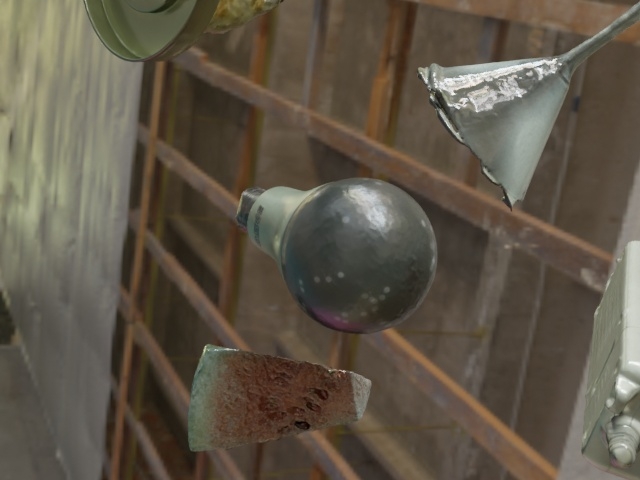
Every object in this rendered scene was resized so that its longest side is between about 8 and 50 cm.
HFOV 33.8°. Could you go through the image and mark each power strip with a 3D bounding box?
[{"bbox_3d":[0.267,0.095,0.889,0.338,0.058,0.098,-50,159,-64],"label":"power strip"}]

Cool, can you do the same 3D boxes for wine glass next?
[{"bbox_3d":[0.171,-0.119,0.696,0.183,0.122,0.122,-34,-132,19],"label":"wine glass"}]

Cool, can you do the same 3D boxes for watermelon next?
[{"bbox_3d":[-0.049,0.194,1.373,0.094,0.241,0.154,-98,-166,-59],"label":"watermelon"}]

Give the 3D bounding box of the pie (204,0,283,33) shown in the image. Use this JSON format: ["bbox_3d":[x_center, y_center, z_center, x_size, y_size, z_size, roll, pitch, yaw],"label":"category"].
[{"bbox_3d":[-0.143,-0.422,1.332,0.077,0.339,0.339,23,-71,56],"label":"pie"}]

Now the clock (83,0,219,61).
[{"bbox_3d":[-0.162,-0.286,0.994,0.235,0.029,0.235,7,-81,48],"label":"clock"}]

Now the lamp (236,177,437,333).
[{"bbox_3d":[-0.001,0.018,1.268,0.314,0.182,0.182,0,-94,46],"label":"lamp"}]
